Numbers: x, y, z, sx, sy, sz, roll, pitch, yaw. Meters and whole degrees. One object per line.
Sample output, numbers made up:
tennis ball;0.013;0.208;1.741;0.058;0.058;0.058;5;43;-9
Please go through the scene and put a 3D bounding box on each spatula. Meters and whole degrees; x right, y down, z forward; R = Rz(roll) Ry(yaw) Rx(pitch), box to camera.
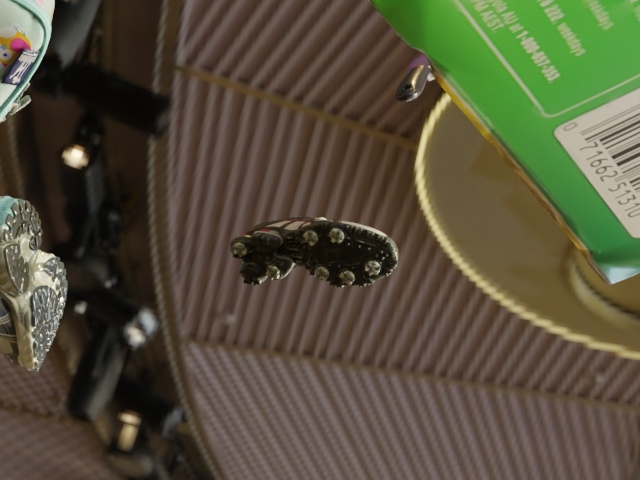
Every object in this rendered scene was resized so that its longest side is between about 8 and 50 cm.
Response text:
spatula;0.128;-0.205;1.846;0.084;0.296;0.030;-14;-80;17

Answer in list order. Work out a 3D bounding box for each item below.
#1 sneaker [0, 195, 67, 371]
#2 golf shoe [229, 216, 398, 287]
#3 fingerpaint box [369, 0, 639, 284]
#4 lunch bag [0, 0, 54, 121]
sneaker;-0.352;0.039;1.607;0.122;0.110;0.283;10;-35;9
golf shoe;0.000;0.000;2.214;0.273;0.120;0.105;1;-63;29
fingerpaint box;0.043;-0.249;0.513;0.163;0.371;0.445;-26;-36;17
lunch bag;-0.399;-0.197;1.394;0.279;0.108;0.224;29;-67;-26
